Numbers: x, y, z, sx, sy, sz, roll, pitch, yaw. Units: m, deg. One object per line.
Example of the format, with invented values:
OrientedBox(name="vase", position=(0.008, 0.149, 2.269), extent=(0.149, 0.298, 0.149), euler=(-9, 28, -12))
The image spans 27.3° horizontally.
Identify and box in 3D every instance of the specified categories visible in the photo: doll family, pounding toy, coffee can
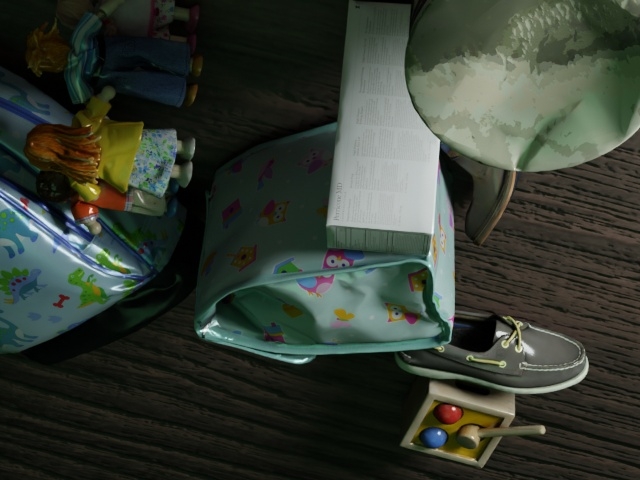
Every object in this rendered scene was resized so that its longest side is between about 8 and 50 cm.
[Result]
OrientedBox(name="doll family", position=(-0.199, -0.136, 1.241), extent=(0.163, 0.263, 0.118), euler=(7, 178, -18))
OrientedBox(name="pounding toy", position=(0.183, 0.214, 1.603), extent=(0.141, 0.100, 0.130), euler=(16, 132, -7))
OrientedBox(name="coffee can", position=(0.176, -0.219, 1.098), extent=(0.201, 0.275, 0.202), euler=(3, 132, 4))

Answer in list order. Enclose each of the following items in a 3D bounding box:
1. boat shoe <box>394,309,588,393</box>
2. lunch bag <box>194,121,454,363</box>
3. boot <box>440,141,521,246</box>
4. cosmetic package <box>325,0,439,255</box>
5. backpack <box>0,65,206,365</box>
OrientedBox(name="boat shoe", position=(0.199, 0.124, 1.533), extent=(0.227, 0.081, 0.069), euler=(4, 136, 7))
OrientedBox(name="lunch bag", position=(0.000, 0.000, 1.351), extent=(0.262, 0.223, 0.160), euler=(-9, 139, 14))
OrientedBox(name="boot", position=(0.161, -0.097, 1.356), extent=(0.106, 0.082, 0.219), euler=(22, 127, 6))
OrientedBox(name="cosmetic package", position=(0.064, -0.108, 1.239), extent=(0.098, 0.239, 0.060), euler=(6, 157, 2))
OrientedBox(name="backpack", position=(-0.334, -0.028, 1.381), extent=(0.290, 0.273, 0.356), euler=(-22, 114, 33))
